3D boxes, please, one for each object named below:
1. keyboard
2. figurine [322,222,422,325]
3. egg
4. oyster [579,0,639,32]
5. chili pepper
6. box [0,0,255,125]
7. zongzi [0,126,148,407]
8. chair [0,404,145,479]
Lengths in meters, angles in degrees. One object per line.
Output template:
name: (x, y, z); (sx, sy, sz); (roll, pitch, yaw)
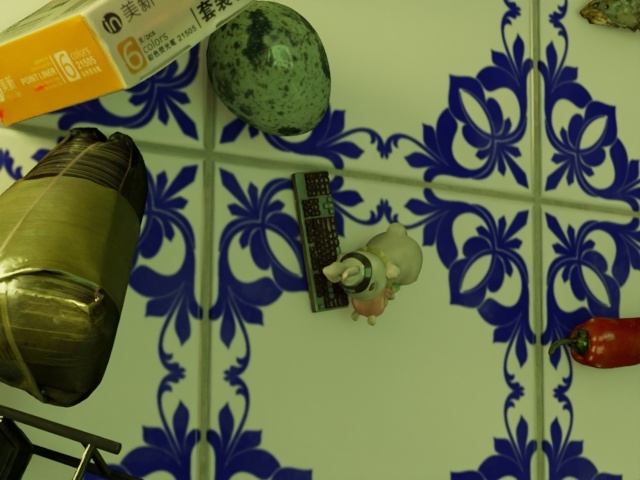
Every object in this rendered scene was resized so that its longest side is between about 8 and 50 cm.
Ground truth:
keyboard: (0.000, 0.000, 1.957); (0.055, 0.017, 0.166); (-8, 88, -36)
figurine: (0.064, 0.049, 1.939); (0.146, 0.081, 0.098); (-36, 110, -49)
egg: (-0.054, -0.190, 1.876); (0.132, 0.132, 0.172); (-54, 126, -28)
oyster: (0.411, -0.322, 2.287); (0.132, 0.029, 0.086); (19, 67, -29)
chili pepper: (0.400, 0.131, 2.198); (0.272, 0.063, 0.071); (-5, 98, -38)
box: (-0.207, -0.220, 1.689); (0.221, 0.274, 0.091); (-39, 109, -30)
zongzi: (-0.343, 0.006, 1.663); (0.318, 0.154, 0.289); (5, 45, 1)
chair: (-0.327, 0.239, 1.626); (0.260, 0.141, 0.154); (17, 67, 14)
